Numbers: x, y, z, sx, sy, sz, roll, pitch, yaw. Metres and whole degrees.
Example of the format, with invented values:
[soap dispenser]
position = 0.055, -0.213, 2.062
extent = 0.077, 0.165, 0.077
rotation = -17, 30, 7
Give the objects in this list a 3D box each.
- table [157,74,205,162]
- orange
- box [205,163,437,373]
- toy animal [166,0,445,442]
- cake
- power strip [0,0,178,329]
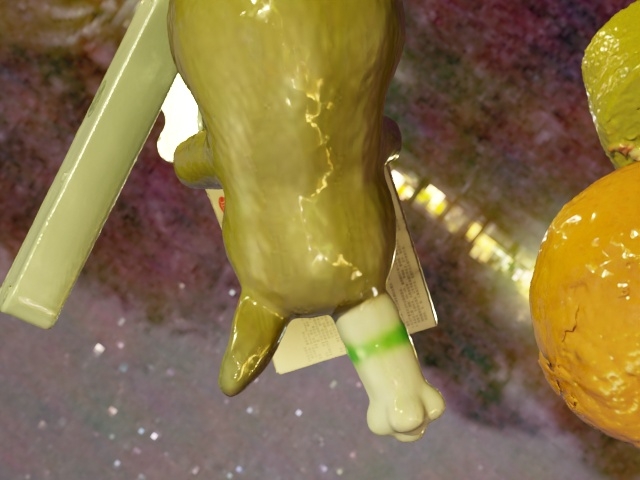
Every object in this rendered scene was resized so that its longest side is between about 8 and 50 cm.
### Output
[table]
position = -0.147, -0.208, 1.497
extent = 0.166, 0.166, 0.198
rotation = 20, -119, -75
[orange]
position = 0.255, 0.044, 0.776
extent = 0.219, 0.219, 0.193
rotation = 35, -157, -21
[box]
position = 0.000, 0.000, 1.062
extent = 0.095, 0.168, 0.212
rotation = -103, -5, -67
[toy animal]
position = -0.015, -0.037, 0.815
extent = 0.181, 0.363, 0.180
rotation = -7, -164, -5
[cake]
position = 0.416, -0.171, 1.184
extent = 0.156, 0.260, 0.179
rotation = -95, -20, -48
[power strip]
position = -0.220, -0.095, 1.141
extent = 0.062, 0.385, 0.091
rotation = 27, 176, -21
